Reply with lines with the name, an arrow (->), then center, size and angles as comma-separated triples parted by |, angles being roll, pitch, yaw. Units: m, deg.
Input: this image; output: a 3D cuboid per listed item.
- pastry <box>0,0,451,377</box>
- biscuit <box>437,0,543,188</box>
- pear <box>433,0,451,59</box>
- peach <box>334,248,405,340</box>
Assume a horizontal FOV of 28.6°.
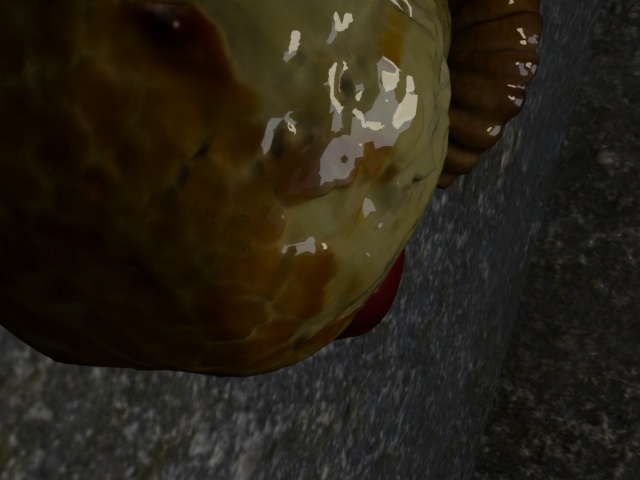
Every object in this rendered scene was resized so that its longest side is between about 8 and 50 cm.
pastry -> -0.111, -0.071, 0.833 | 0.312, 0.389, 0.388 | -53, 152, -31
biscuit -> 0.166, -0.230, 1.674 | 0.107, 0.326, 0.325 | 20, 84, -26
pear -> 0.039, -0.239, 1.365 | 0.188, 0.228, 0.211 | -6, 110, -30
peach -> 0.000, 0.000, 1.452 | 0.243, 0.200, 0.243 | 6, 90, -76
